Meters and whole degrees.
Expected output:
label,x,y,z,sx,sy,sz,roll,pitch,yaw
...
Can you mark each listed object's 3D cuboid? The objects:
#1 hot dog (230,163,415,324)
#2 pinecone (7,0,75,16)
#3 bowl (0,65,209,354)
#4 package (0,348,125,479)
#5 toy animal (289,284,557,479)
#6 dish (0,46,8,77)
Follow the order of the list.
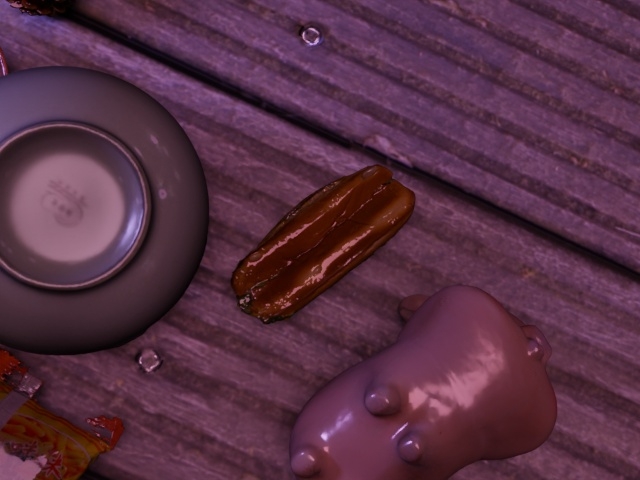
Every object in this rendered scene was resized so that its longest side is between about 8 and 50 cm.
label,x,y,z,sx,sy,sz,roll,pitch,yaw
hot dog,0.000,0.000,0.982,0.269,0.072,0.115,-36,86,-10
pinecone,-0.358,-0.347,0.995,0.102,0.102,0.109,45,108,3
bowl,-0.284,-0.035,0.858,0.354,0.185,0.354,0,90,-17
package,-0.392,0.279,0.870,0.223,0.108,0.288,30,75,-2
toy animal,0.120,0.197,0.893,0.326,0.269,0.237,-35,83,21
dish,-0.512,-0.178,0.950,0.260,0.085,0.260,1,84,-10
